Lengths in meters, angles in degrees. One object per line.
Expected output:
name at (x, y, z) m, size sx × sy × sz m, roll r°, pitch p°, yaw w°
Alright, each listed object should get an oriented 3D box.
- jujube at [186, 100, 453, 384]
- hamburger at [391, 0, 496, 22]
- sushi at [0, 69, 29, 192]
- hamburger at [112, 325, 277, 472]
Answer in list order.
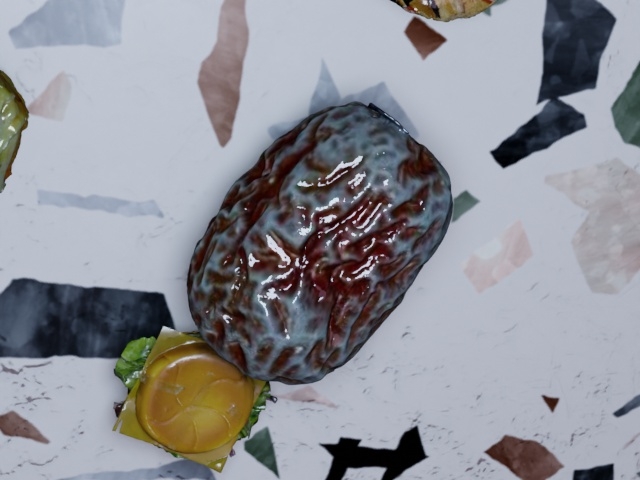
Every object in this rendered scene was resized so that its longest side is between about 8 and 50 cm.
jujube at (0.000, 0.000, 1.619) m, size 0.226 × 0.226 × 0.317 m, roll 32°, pitch 101°, yaw -21°
hamburger at (0.137, -0.345, 1.585) m, size 0.231 × 0.107 × 0.231 m, roll -2°, pitch 106°, yaw -5°
sushi at (-0.428, -0.141, 1.511) m, size 0.274 × 0.139 × 0.184 m, roll 40°, pitch 94°, yaw -19°
hamburger at (-0.150, 0.170, 1.712) m, size 0.189 × 0.093 × 0.164 m, roll 36°, pitch 97°, yaw -23°
